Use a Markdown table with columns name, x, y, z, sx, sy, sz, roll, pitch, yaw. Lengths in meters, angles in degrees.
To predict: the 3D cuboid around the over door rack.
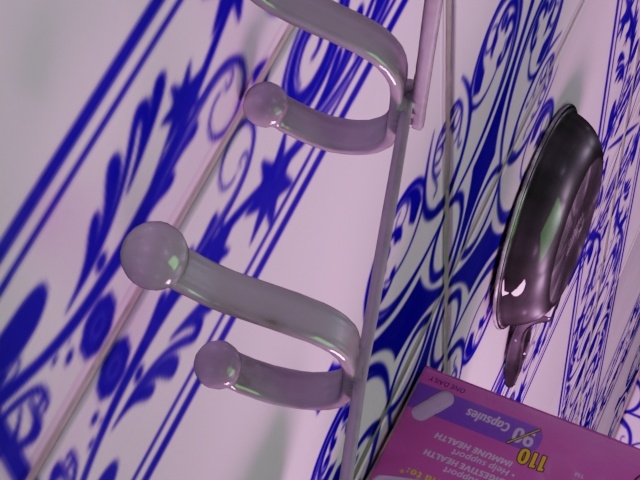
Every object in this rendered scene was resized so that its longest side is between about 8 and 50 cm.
| name | x | y | z | sx | sy | sz | roll | pitch | yaw |
| --- | --- | --- | --- | --- | --- | --- | --- | --- | --- |
| over door rack | 0.000 | 0.000 | 0.499 | 0.324 | 0.108 | 0.239 | 125 | -24 | -68 |

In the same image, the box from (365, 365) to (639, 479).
| name | x | y | z | sx | sy | sz | roll | pitch | yaw |
| --- | --- | --- | --- | --- | --- | --- | --- | --- | --- |
| box | 0.118 | 0.242 | 1.168 | 0.117 | 0.213 | 0.243 | 89 | 26 | -54 |

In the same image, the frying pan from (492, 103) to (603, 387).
| name | x | y | z | sx | sy | sz | roll | pitch | yaw |
| --- | --- | --- | --- | --- | --- | --- | --- | --- | --- |
| frying pan | 0.182 | 0.040 | 1.464 | 0.197 | 0.053 | 0.326 | -46 | 149 | -55 |
